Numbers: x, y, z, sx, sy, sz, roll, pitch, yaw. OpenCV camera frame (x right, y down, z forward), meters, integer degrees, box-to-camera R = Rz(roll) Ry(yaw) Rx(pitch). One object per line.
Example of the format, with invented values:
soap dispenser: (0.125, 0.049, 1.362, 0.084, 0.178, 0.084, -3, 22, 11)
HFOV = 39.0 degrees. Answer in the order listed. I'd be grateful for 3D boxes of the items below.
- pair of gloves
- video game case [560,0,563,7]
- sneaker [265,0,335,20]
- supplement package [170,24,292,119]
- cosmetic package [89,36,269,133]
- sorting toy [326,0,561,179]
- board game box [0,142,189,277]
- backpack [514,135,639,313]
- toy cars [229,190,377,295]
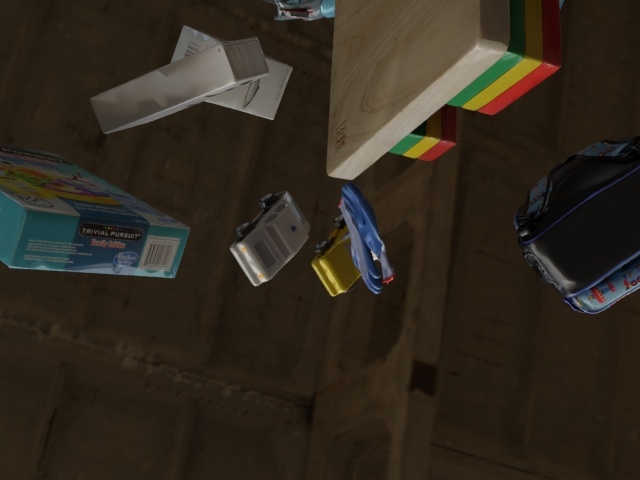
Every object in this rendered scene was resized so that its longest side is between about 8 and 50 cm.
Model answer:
pair of gloves: (0.063, 0.000, 1.342, 0.023, 0.198, 0.159, -20, -98, -11)
video game case: (0.257, -0.359, 1.218, 0.166, 0.015, 0.119, 17, -80, -15)
sneaker: (-0.062, -0.384, 1.203, 0.125, 0.104, 0.262, -20, -130, -13)
supplement package: (-0.157, -0.289, 1.564, 0.179, 0.105, 0.105, 8, -73, -47)
cosmetic package: (-0.198, -0.215, 1.265, 0.099, 0.239, 0.060, -30, -77, -60)
sorting toy: (0.100, -0.204, 0.739, 0.089, 0.257, 0.255, 10, -110, -20)
board game box: (-0.382, -0.053, 1.218, 0.254, 0.336, 0.079, 8, -75, -52)
backpack: (0.268, -0.025, 0.870, 0.117, 0.158, 0.173, 52, -166, -6)
toy cars: (0.000, 0.000, 1.577, 0.394, 0.087, 0.176, 12, -114, -51)
